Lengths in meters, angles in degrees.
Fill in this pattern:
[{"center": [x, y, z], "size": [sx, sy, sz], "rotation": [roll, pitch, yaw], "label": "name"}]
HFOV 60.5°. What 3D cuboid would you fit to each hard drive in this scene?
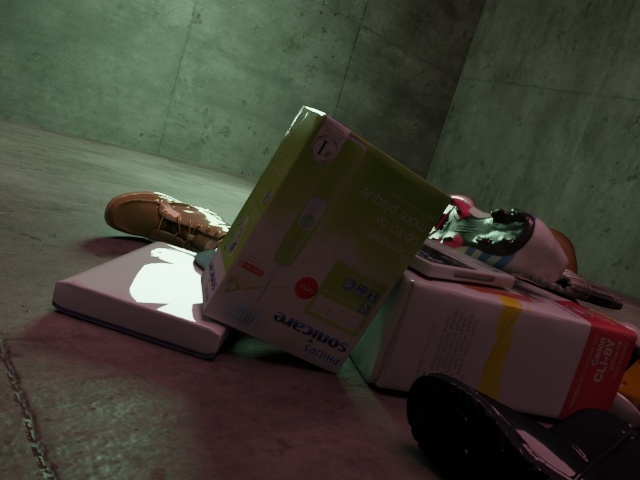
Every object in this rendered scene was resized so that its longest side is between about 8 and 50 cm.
[{"center": [-0.211, 0.072, 0.814], "size": [0.210, 0.040, 0.319], "rotation": [18, 9, 1], "label": "hard drive"}]

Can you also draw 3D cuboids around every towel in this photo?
[{"center": [0.431, 0.045, 1.140], "size": [0.312, 0.056, 0.324], "rotation": [15, 10, -44], "label": "towel"}]

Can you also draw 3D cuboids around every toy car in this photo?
[{"center": [0.511, 0.237, 0.912], "size": [0.136, 0.159, 0.182], "rotation": [51, -5, -24], "label": "toy car"}]

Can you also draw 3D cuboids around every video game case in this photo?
[{"center": [0.171, 0.024, 0.845], "size": [0.173, 0.022, 0.190], "rotation": [10, 12, -32], "label": "video game case"}]

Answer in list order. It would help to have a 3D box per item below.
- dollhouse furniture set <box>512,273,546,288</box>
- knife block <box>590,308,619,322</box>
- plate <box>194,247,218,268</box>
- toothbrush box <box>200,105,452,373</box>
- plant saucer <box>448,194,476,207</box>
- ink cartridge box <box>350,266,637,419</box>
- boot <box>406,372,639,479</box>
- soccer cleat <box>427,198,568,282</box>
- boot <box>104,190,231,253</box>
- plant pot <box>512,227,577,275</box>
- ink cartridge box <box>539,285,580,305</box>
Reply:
[{"center": [0.446, 0.145, 1.485], "size": [0.286, 0.198, 0.303], "rotation": [54, 0, 38], "label": "dollhouse furniture set"}, {"center": [0.636, 0.231, 1.246], "size": [0.242, 0.088, 0.275], "rotation": [14, 11, -23], "label": "knife block"}, {"center": [-0.122, 0.043, 0.940], "size": [0.188, 0.024, 0.188], "rotation": [16, 9, -3], "label": "plate"}, {"center": [0.000, 0.000, 0.729], "size": [0.206, 0.283, 0.122], "rotation": [30, 10, -21], "label": "toothbrush box"}, {"center": [0.253, 0.005, 1.410], "size": [0.084, 0.332, 0.332], "rotation": [58, -2, -17], "label": "plant saucer"}, {"center": [0.236, 0.134, 0.880], "size": [0.384, 0.161, 0.279], "rotation": [14, 10, -17], "label": "ink cartridge box"}, {"center": [0.237, 0.220, 0.588], "size": [0.207, 0.094, 0.246], "rotation": [1, 25, -47], "label": "boot"}, {"center": [0.291, 0.008, 0.980], "size": [0.143, 0.116, 0.331], "rotation": [38, -5, -20], "label": "soccer cleat"}, {"center": [-0.264, -0.015, 1.066], "size": [0.262, 0.095, 0.203], "rotation": [14, 10, -41], "label": "boot"}, {"center": [0.726, 0.113, 1.776], "size": [0.237, 0.237, 0.254], "rotation": [18, 25, 4], "label": "plant pot"}, {"center": [0.505, 0.187, 1.123], "size": [0.104, 0.062, 0.181], "rotation": [14, 39, -23], "label": "ink cartridge box"}]
